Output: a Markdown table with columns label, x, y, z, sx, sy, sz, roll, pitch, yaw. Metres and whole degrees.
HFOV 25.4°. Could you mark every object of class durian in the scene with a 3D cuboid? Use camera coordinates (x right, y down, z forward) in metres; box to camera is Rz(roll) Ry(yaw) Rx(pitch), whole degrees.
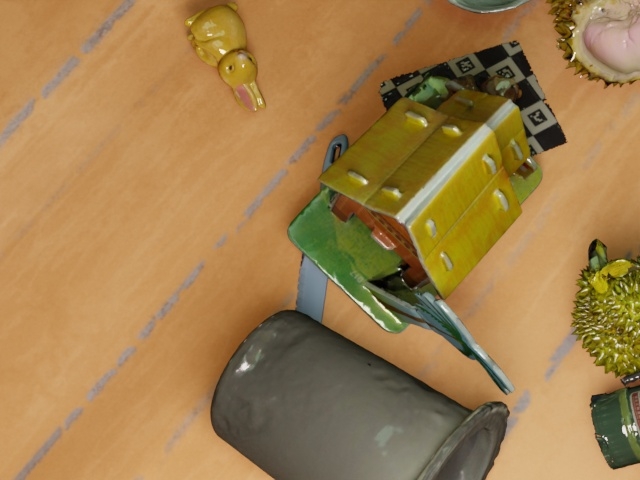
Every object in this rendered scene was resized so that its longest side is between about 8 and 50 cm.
| label | x | y | z | sx | sy | sz | roll | pitch | yaw |
| --- | --- | --- | --- | --- | --- | --- | --- | --- | --- |
| durian | 0.382 | 0.087 | 1.679 | 0.159 | 0.198 | 0.146 | -3 | 70 | -2 |
| durian | 0.394 | -0.313 | 1.890 | 0.250 | 0.183 | 0.138 | -28 | 43 | -22 |

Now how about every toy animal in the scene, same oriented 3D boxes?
| label | x | y | z | sx | sy | sz | roll | pitch | yaw |
| --- | --- | --- | --- | --- | --- | --- | --- | --- | --- |
| toy animal | -0.116 | -0.248 | 1.943 | 0.083 | 0.070 | 0.159 | -28 | 72 | -10 |

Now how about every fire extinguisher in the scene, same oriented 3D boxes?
| label | x | y | z | sx | sy | sz | roll | pitch | yaw |
| --- | --- | --- | --- | --- | --- | --- | --- | --- | --- |
| fire extinguisher | 0.459 | 0.182 | 1.620 | 0.294 | 0.093 | 0.118 | -20 | 79 | 24 |

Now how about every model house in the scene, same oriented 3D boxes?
| label | x | y | z | sx | sy | sz | roll | pitch | yaw |
| --- | --- | --- | --- | --- | --- | --- | --- | --- | --- |
| model house | 0.183 | -0.027 | 1.674 | 0.340 | 0.323 | 0.300 | 44 | 79 | 2 |

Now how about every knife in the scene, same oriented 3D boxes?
| label | x | y | z | sx | sy | sz | roll | pitch | yaw |
| --- | --- | --- | --- | --- | --- | --- | --- | --- | --- |
| knife | 0.000 | 0.000 | 1.847 | 0.044 | 0.019 | 0.313 | 2 | 66 | 14 |

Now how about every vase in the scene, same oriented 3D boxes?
| label | x | y | z | sx | sy | sz | roll | pitch | yaw |
| --- | --- | --- | --- | --- | --- | --- | --- | --- | --- |
| vase | 0.037 | 0.216 | 1.641 | 0.291 | 0.245 | 0.245 | 33 | 72 | 24 |

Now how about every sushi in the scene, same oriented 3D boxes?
| label | x | y | z | sx | sy | sz | roll | pitch | yaw |
| --- | --- | --- | --- | --- | --- | --- | --- | --- | --- |
| sushi | 0.202 | -0.176 | 1.896 | 0.210 | 0.040 | 0.192 | -20 | 66 | -5 |

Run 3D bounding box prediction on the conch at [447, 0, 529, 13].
| label | x | y | z | sx | sy | sz | roll | pitch | yaw |
| --- | --- | --- | --- | --- | --- | --- | --- | --- | --- |
| conch | 0.249 | -0.395 | 1.948 | 0.221 | 0.121 | 0.185 | 1 | 70 | 13 |
